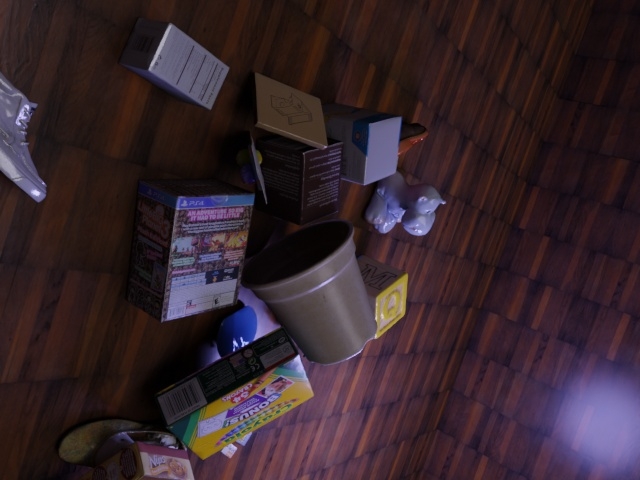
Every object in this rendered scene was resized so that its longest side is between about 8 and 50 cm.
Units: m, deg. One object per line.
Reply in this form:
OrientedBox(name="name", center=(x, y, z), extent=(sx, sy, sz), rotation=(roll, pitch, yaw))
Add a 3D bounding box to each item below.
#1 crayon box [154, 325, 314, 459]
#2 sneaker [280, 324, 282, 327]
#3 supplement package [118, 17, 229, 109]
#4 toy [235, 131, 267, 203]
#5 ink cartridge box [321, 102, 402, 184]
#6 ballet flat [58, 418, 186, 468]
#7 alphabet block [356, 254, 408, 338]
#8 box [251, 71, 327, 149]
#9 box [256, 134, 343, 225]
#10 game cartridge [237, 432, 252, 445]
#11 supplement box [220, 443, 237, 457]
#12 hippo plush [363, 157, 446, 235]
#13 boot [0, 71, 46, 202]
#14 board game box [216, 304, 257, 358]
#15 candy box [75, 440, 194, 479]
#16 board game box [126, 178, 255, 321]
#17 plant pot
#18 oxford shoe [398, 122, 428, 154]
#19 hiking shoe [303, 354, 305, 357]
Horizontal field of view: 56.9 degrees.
OrientedBox(name="crayon box", center=(-0.212, 0.416, 1.583), extent=(0.363, 0.106, 0.313), rotation=(-27, 146, -10))
OrientedBox(name="sneaker", center=(-0.063, 0.213, 1.890), extent=(0.192, 0.064, 0.086), rotation=(-48, 148, -26))
OrientedBox(name="supplement package", center=(-0.296, -0.360, 1.213), extent=(0.179, 0.105, 0.105), rotation=(26, 86, -56))
OrientedBox(name="toy", center=(-0.169, -0.176, 1.419), extent=(0.056, 0.237, 0.136), rotation=(-14, 109, 1))
OrientedBox(name="ink cartridge box", center=(0.080, -0.277, 1.658), extent=(0.168, 0.233, 0.171), rotation=(-26, 127, -47))
OrientedBox(name="ballet flat", center=(-0.464, 0.509, 1.452), extent=(0.349, 0.123, 0.123), rotation=(27, 86, -55))
OrientedBox(name="alphabet block", center=(0.170, 0.193, 2.068), extent=(0.193, 0.197, 0.192), rotation=(-33, 132, -40))
OrientedBox(name="box", center=(-0.077, -0.319, 1.462), extent=(0.201, 0.021, 0.164), rotation=(14, 55, -33))
OrientedBox(name="box", center=(-0.057, -0.173, 1.584), extent=(0.167, 0.169, 0.203), rotation=(-25, 127, -46))
OrientedBox(name="game cartridge", center=(-0.251, 0.621, 1.892), extent=(0.056, 0.017, 0.083), rotation=(-60, 145, -19))
OrientedBox(name="supplement box", center=(-0.300, 0.590, 1.733), extent=(0.036, 0.099, 0.062), rotation=(-53, 144, -21))
OrientedBox(name="hippo plush", center=(0.318, -0.141, 2.051), extent=(0.234, 0.237, 0.294), rotation=(-3, 110, -53))
OrientedBox(name="boot", center=(-0.523, -0.188, 1.005), extent=(0.123, 0.095, 0.258), rotation=(-46, 139, -18))
OrientedBox(name="board game box", center=(-0.247, 0.258, 1.686), extent=(0.169, 0.033, 0.133), rotation=(-29, 125, -49))
OrientedBox(name="candy box", center=(-0.477, 0.588, 1.369), extent=(0.317, 0.087, 0.183), rotation=(-33, 146, 10))
OrientedBox(name="board game box", center=(-0.302, 0.013, 1.377), extent=(0.232, 0.141, 0.290), rotation=(-8, 114, -52))
OrientedBox(name="plant pot", center=(-0.004, 0.156, 1.608), extent=(0.334, 0.334, 0.305), rotation=(-39, 113, -35))
OrientedBox(name="oxford shoe", center=(0.256, -0.357, 1.950), extent=(0.132, 0.130, 0.364), rotation=(55, 30, -2))
OrientedBox(name="hiking shoe", center=(0.009, 0.297, 2.005), extent=(0.114, 0.086, 0.226), rotation=(-3, 111, -57))
